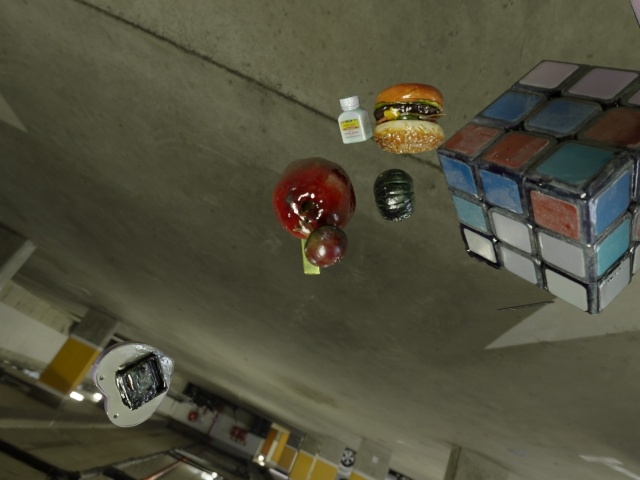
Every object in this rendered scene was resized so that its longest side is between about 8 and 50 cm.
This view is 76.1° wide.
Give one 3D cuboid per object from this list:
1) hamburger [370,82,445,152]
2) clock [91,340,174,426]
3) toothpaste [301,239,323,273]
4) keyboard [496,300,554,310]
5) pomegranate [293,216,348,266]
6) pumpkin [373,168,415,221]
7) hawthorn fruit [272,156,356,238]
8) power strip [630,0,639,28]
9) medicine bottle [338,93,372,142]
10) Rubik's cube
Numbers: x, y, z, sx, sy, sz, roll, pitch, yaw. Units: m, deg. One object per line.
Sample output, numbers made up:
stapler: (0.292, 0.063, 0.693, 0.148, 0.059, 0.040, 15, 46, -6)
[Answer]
hamburger: (0.326, -0.441, 1.527, 0.290, 0.225, 0.291, 3, -179, 0)
clock: (-0.422, 0.327, 0.958, 0.064, 0.172, 0.198, 5, 111, 47)
toothpaste: (-0.036, -0.015, 1.857, 0.077, 0.110, 0.328, 0, 107, 15)
keyboard: (0.784, 0.252, 1.569, 0.063, 0.010, 0.198, 8, 159, -42)
pomegranate: (0.005, -0.002, 1.135, 0.129, 0.129, 0.159, -12, 113, 51)
pumpkin: (0.295, -0.178, 1.631, 0.161, 0.221, 0.220, -6, 143, 17)
hawthorn fruit: (-0.030, -0.122, 1.312, 0.284, 0.285, 0.369, 27, -164, -3)
power strip: (0.503, -0.436, 0.635, 0.037, 0.109, 0.279, -11, 109, 60)
medicine bottle: (0.090, -0.328, 1.104, 0.074, 0.055, 0.118, 4, 119, 37)
Rubik's cube: (0.519, -0.128, 0.871, 0.362, 0.358, 0.363, 42, 166, 52)
